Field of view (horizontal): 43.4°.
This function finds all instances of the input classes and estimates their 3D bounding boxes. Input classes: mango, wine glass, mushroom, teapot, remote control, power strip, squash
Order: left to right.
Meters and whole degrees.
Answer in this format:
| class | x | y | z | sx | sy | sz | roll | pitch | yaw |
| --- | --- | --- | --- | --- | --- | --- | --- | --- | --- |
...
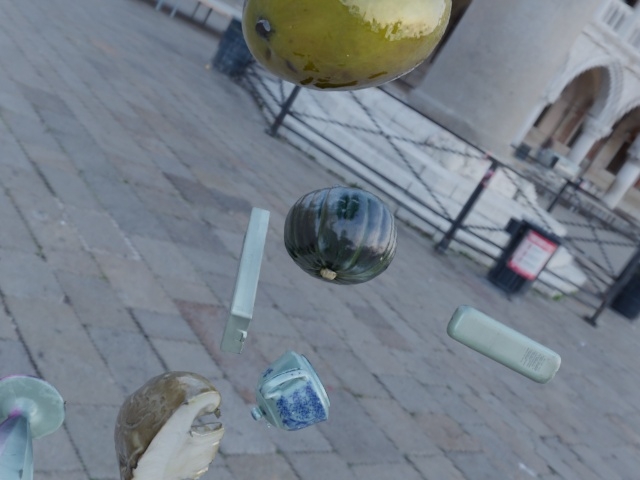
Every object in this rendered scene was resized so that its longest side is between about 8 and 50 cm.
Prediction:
| class | x | y | z | sx | sy | sz | roll | pitch | yaw |
| --- | --- | --- | --- | --- | --- | --- | --- | --- | --- |
| wine glass | -0.235 | 0.165 | 0.578 | 0.073 | 0.073 | 0.155 | 27 | 21 | -18 |
| mushroom | -0.253 | 0.295 | 1.261 | 0.156 | 0.285 | 0.151 | -2 | 39 | -41 |
| power strip | -0.144 | 0.065 | 1.577 | 0.043 | 0.106 | 0.367 | 15 | 36 | -7 |
| teapot | -0.071 | 0.308 | 1.580 | 0.159 | 0.159 | 0.232 | 37 | -22 | 19 |
| squash | 0.038 | -0.010 | 1.453 | 0.218 | 0.172 | 0.218 | 28 | -19 | 10 |
| mango | 0.055 | -0.339 | 1.205 | 0.301 | 0.220 | 0.445 | -6 | 12 | 23 |
| remote control | 0.426 | 0.243 | 1.850 | 0.310 | 0.090 | 0.038 | 27 | 3 | -19 |
